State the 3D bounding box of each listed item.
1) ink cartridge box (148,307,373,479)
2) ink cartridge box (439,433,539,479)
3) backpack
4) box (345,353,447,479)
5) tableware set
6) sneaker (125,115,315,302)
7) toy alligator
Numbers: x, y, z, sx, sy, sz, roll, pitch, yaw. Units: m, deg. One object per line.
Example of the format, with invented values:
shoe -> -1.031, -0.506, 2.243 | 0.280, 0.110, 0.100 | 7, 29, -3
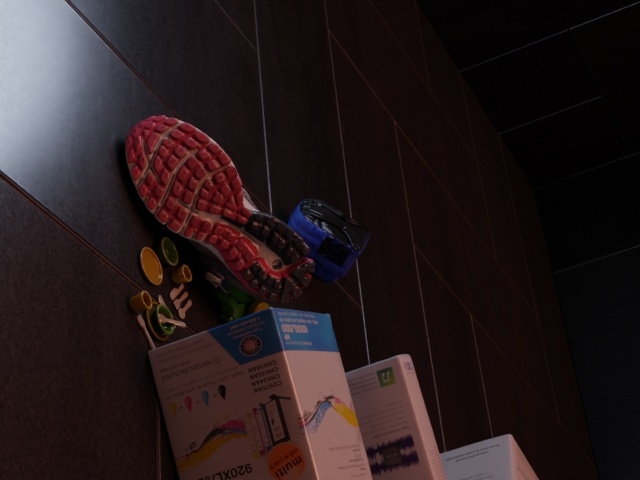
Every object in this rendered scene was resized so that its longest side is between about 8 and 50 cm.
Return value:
ink cartridge box -> -0.064, 0.216, 1.487 | 0.168, 0.171, 0.233 | 15, 57, -67
ink cartridge box -> 0.318, 0.575, 2.207 | 0.279, 0.160, 0.385 | 58, 23, -33
backpack -> 0.000, 0.000, 1.995 | 0.120, 0.101, 0.098 | 35, 20, -3
box -> 0.046, 0.326, 1.590 | 0.058, 0.232, 0.322 | 12, 61, -67
tableware set -> -0.187, 0.057, 1.533 | 0.104, 0.024, 0.154 | 66, 20, -12
sneaker -> -0.142, -0.032, 1.636 | 0.299, 0.121, 0.112 | 49, -15, -23
toy alligator -> -0.107, 0.092, 1.688 | 0.189, 0.056, 0.051 | 33, 83, -55
